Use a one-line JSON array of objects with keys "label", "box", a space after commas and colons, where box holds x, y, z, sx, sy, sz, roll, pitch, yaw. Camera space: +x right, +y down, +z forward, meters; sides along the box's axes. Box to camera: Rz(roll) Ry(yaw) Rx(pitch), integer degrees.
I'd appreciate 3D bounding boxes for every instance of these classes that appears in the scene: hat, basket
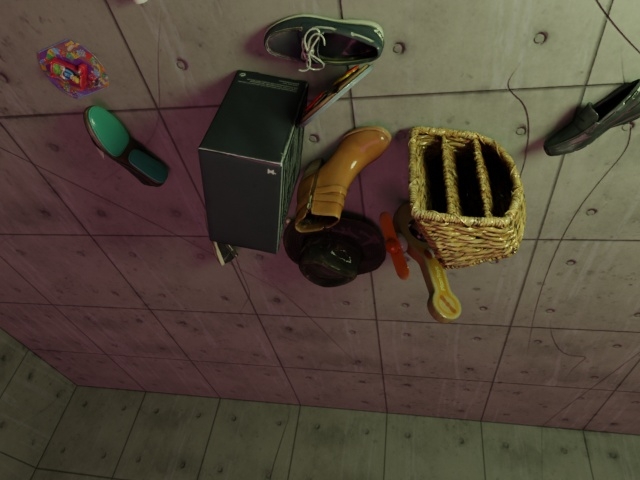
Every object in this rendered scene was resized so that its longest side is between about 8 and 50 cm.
[{"label": "hat", "box": [0.034, 0.064, 1.424, 0.331, 0.134, 0.331, 7, 138, 6]}, {"label": "basket", "box": [0.332, -0.122, 1.031, 0.213, 0.299, 0.223, -15, 135, 27]}]

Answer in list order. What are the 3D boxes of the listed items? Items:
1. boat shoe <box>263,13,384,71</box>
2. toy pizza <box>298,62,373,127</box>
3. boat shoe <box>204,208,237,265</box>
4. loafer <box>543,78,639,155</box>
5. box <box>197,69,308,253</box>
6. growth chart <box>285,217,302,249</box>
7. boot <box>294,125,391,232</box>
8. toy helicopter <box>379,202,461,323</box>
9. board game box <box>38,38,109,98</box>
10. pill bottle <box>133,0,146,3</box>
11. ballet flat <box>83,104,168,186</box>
[{"label": "boat shoe", "box": [0.002, -0.400, 0.944, 0.254, 0.079, 0.095, 6, 140, 4]}, {"label": "toy pizza", "box": [0.026, -0.310, 0.965, 0.201, 0.201, 0.032, -31, 106, 39]}, {"label": "boat shoe", "box": [-0.323, -0.021, 1.498, 0.079, 0.084, 0.233, -24, 136, -18]}, {"label": "loafer", "box": [0.585, -0.262, 0.989, 0.223, 0.076, 0.078, -31, 121, 33]}, {"label": "box", "box": [-0.149, -0.181, 1.075, 0.182, 0.294, 0.296, 10, 140, 0]}, {"label": "growth chart", "box": [0.000, 0.000, 1.475, 0.237, 0.021, 0.172, 11, 140, -1]}, {"label": "boot", "box": [0.047, -0.147, 1.128, 0.283, 0.220, 0.109, -20, 132, 32]}, {"label": "toy helicopter", "box": [0.273, 0.046, 1.205, 0.234, 0.355, 0.140, 6, 145, -23]}, {"label": "board game box", "box": [-0.606, -0.405, 1.114, 0.168, 0.033, 0.133, -10, 137, 22]}, {"label": "pill bottle", "box": [-0.374, -0.519, 0.913, 0.043, 0.043, 0.083, 1, 140, 11]}, {"label": "ballet flat", "box": [-0.545, -0.241, 1.256, 0.096, 0.095, 0.280, -4, 140, 36]}]
